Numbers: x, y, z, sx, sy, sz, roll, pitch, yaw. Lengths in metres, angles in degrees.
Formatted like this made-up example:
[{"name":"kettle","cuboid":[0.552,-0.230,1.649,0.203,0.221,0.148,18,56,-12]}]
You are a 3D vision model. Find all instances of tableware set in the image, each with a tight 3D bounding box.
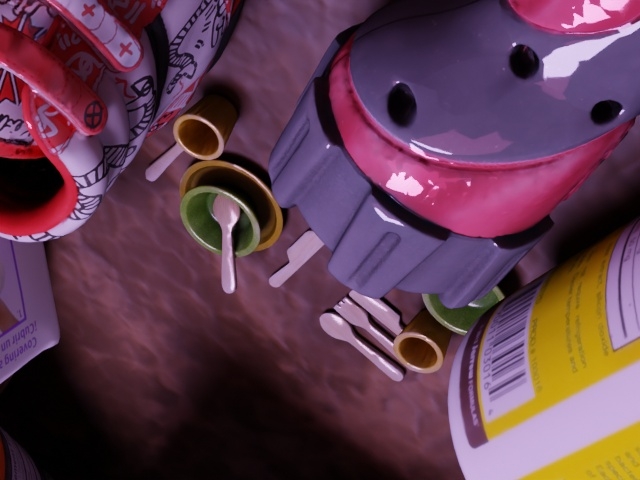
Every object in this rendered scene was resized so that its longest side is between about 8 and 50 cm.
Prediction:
[{"name":"tableware set","cuboid":[0.000,0.000,0.760,0.154,0.024,0.104,40,136,-7]}]

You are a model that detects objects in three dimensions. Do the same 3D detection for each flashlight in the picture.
[{"name":"flashlight","cuboid":[0.088,-0.098,0.567,0.103,0.103,0.304,55,139,18]}]

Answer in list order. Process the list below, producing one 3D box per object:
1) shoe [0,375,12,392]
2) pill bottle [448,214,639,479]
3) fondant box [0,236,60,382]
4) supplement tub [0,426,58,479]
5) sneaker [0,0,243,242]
[{"name":"shoe","cuboid":[-0.166,0.015,0.857,0.077,0.058,0.219,16,143,-14]},{"name":"pill bottle","cuboid":[0.150,0.035,0.634,0.117,0.117,0.215,43,137,-11]},{"name":"fondant box","cuboid":[-0.248,-0.098,0.709,0.238,0.096,0.330,4,116,27]},{"name":"supplement tub","cuboid":[-0.183,0.135,0.890,0.106,0.106,0.198,5,151,27]},{"name":"sneaker","cuboid":[-0.065,-0.114,0.606,0.090,0.145,0.270,28,137,6]}]
